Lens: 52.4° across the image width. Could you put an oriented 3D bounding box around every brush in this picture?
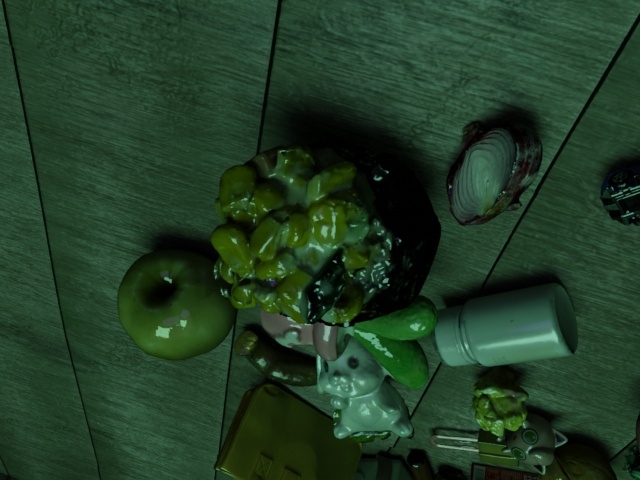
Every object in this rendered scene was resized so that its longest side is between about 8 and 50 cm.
[{"bbox_3d":[0.404,0.537,1.714,0.234,0.047,0.103,2,134,22],"label":"brush"}]

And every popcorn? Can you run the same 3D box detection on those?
[{"bbox_3d":[0.403,0.363,1.465,0.126,0.145,0.126,17,130,14],"label":"popcorn"}]

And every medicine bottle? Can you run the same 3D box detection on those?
[{"bbox_3d":[0.361,0.175,1.288,0.258,0.143,0.143,-17,126,32],"label":"medicine bottle"}]

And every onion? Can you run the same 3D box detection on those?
[{"bbox_3d":[0.290,-0.116,1.058,0.099,0.151,0.206,-3,156,-23],"label":"onion"}]

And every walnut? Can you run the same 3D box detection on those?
[{"bbox_3d":[0.629,0.582,1.589,0.207,0.167,0.167,41,134,-23],"label":"walnut"}]

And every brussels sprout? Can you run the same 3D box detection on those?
[{"bbox_3d":[0.123,0.473,1.727,0.181,0.100,0.139,-5,117,49],"label":"brussels sprout"}]

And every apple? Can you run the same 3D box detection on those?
[{"bbox_3d":[-0.319,0.149,1.455,0.263,0.262,0.262,11,137,11],"label":"apple"}]

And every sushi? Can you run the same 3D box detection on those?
[{"bbox_3d":[0.000,0.000,1.074,0.329,0.285,0.327,24,106,22],"label":"sushi"}]

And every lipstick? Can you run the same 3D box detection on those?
[{"bbox_3d":[0.324,0.741,1.945,0.057,0.057,0.356,-3,133,24],"label":"lipstick"}]

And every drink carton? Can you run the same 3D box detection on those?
[{"bbox_3d":[0.528,0.688,1.800,0.223,0.071,0.096,4,134,16],"label":"drink carton"}]

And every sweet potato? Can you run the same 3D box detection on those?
[{"bbox_3d":[-0.085,0.315,1.649,0.286,0.085,0.112,24,133,-4],"label":"sweet potato"}]

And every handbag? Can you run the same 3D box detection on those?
[{"bbox_3d":[-0.086,0.603,1.797,0.401,0.282,0.133,38,138,-20],"label":"handbag"}]

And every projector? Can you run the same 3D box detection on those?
[{"bbox_3d":[0.183,0.754,1.938,0.178,0.163,0.242,-8,135,27],"label":"projector"}]

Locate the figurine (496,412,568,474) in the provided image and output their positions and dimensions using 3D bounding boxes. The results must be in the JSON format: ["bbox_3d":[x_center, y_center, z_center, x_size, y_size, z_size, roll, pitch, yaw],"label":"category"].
[{"bbox_3d":[0.502,0.477,1.553,0.138,0.125,0.125,36,142,23],"label":"figurine"}]

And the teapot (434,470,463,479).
[{"bbox_3d":[0.386,0.701,1.874,0.129,0.078,0.098,36,177,-29],"label":"teapot"}]

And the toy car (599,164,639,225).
[{"bbox_3d":[0.543,-0.096,1.000,0.216,0.063,0.103,-24,122,31],"label":"toy car"}]

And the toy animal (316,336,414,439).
[{"bbox_3d":[0.111,0.332,1.532,0.249,0.174,0.289,7,128,10],"label":"toy animal"}]

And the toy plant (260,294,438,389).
[{"bbox_3d":[0.065,0.163,1.347,0.357,0.210,0.317,12,144,11],"label":"toy plant"}]

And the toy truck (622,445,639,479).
[{"bbox_3d":[0.785,0.568,1.578,0.154,0.080,0.078,46,153,-25],"label":"toy truck"}]

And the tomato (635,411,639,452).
[{"bbox_3d":[0.782,0.409,1.302,0.271,0.227,0.270,11,140,10],"label":"tomato"}]
